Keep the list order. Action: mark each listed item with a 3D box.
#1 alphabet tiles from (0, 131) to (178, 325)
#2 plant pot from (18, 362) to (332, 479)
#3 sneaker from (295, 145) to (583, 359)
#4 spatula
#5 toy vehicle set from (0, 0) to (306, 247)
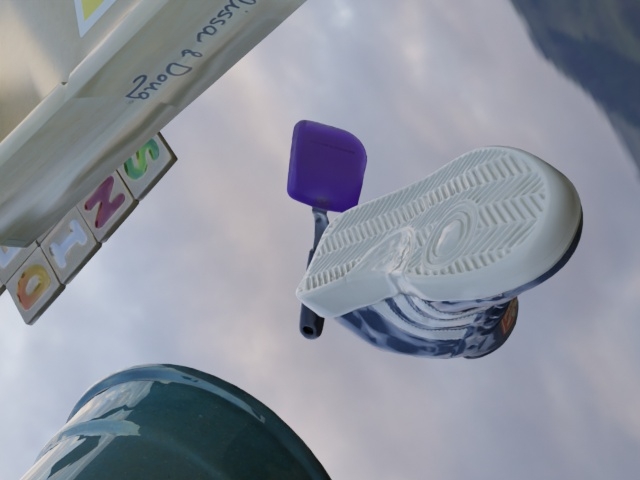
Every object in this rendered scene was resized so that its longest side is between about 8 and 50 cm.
[{"bbox_3d":[-0.277,-0.092,1.538,0.011,0.342,0.285,21,-153,-52],"label":"alphabet tiles"},{"bbox_3d":[-0.189,0.331,1.339,0.334,0.341,0.341,-38,-79,-52],"label":"plant pot"},{"bbox_3d":[0.122,0.026,1.220,0.148,0.350,0.131,34,-109,-19],"label":"sneaker"},{"bbox_3d":[0.000,0.000,1.689,0.030,0.084,0.296,-63,-16,-46],"label":"spatula"},{"bbox_3d":[-0.047,-0.127,0.445,0.035,0.267,0.166,9,-120,-38],"label":"toy vehicle set"}]
